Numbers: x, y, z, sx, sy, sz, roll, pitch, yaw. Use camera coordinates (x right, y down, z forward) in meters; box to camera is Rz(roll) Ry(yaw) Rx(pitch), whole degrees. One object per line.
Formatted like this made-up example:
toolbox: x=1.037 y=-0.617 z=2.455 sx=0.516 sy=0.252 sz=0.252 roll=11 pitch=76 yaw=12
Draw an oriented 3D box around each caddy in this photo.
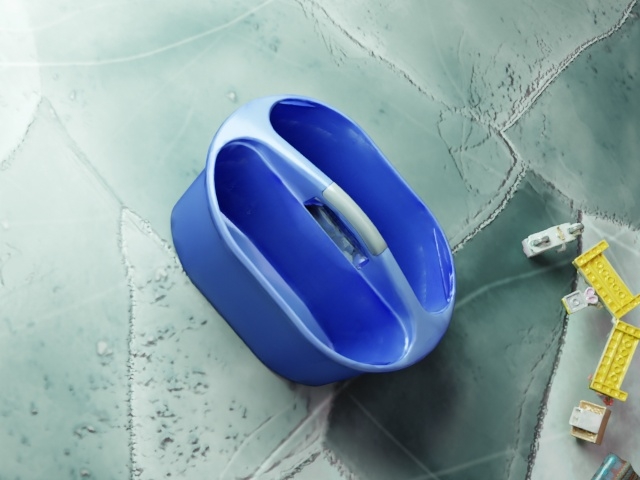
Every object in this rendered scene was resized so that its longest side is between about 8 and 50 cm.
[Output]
caddy: x=0.000 y=0.000 z=1.529 sx=0.341 sy=0.179 sz=0.241 roll=50 pitch=56 yaw=-6

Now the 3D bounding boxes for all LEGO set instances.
LEGO set: x=0.354 y=0.116 z=1.771 sx=0.132 sy=0.107 sz=0.287 roll=-12 pitch=81 yaw=1

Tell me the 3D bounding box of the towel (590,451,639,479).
towel: x=0.293 y=0.451 z=1.495 sx=0.271 sy=0.040 sz=0.370 roll=44 pitch=76 yaw=-31
